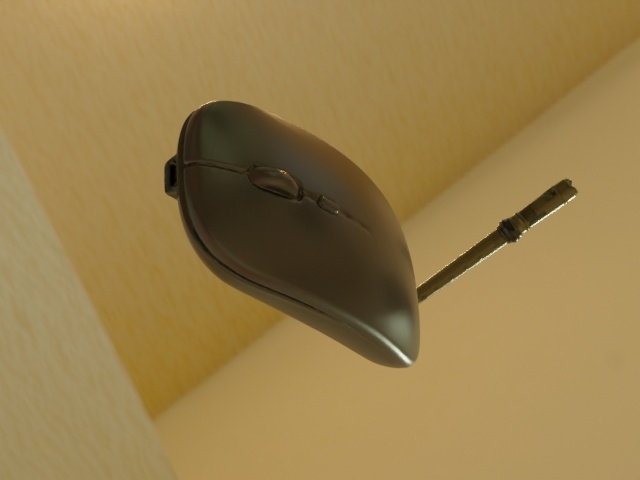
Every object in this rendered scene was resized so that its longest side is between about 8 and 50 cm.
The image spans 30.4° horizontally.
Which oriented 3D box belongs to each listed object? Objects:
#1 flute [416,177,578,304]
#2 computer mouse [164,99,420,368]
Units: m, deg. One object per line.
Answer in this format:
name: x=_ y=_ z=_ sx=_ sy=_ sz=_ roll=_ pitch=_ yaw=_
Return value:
flute: x=0.143 y=0.016 z=1.103 sx=0.233 sy=0.027 sz=0.027 roll=-35 pitch=-149 yaw=1
computer mouse: x=0.001 y=0.000 z=0.704 sx=0.057 sy=0.232 sz=0.120 roll=-23 pitch=-125 yaw=28
